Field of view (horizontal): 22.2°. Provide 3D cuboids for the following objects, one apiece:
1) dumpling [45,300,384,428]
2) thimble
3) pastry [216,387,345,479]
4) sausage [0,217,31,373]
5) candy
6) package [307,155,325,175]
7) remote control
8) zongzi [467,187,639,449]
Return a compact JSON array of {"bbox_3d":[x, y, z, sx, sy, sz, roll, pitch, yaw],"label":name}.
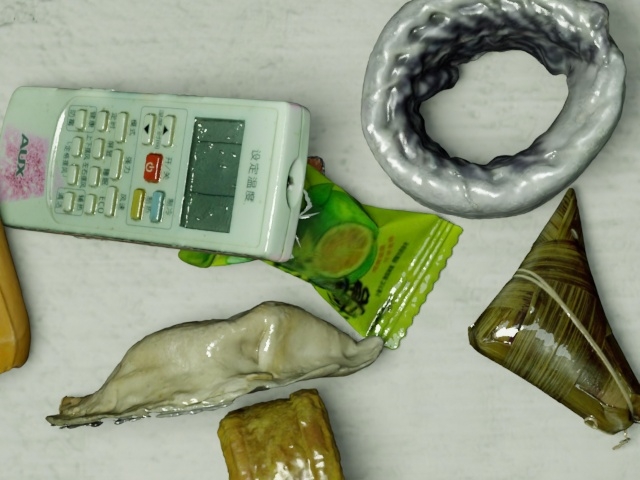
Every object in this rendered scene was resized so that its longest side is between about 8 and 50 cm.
[{"bbox_3d":[-0.110,0.115,1.512,0.332,0.166,0.086,-14,86,5],"label":"dumpling"},{"bbox_3d":[0.160,-0.131,1.515,0.245,0.157,0.217,-24,86,4],"label":"thimble"},{"bbox_3d":[-0.028,0.228,1.495,0.103,0.189,0.188,-15,85,-3],"label":"pastry"},{"bbox_3d":[-0.373,-0.036,1.550,0.134,0.116,0.354,-10,98,45],"label":"sausage"},{"bbox_3d":[0.000,0.000,1.556,0.246,0.069,0.149,26,96,-12],"label":"candy"},{"bbox_3d":[-0.046,-0.039,1.588,0.111,0.033,0.077,-7,70,-17],"label":"package"},{"bbox_3d":[-0.165,-0.066,1.515,0.344,0.050,0.145,6,87,33],"label":"remote control"},{"bbox_3d":[0.261,0.073,1.538,0.187,0.084,0.184,35,78,-2],"label":"zongzi"}]
